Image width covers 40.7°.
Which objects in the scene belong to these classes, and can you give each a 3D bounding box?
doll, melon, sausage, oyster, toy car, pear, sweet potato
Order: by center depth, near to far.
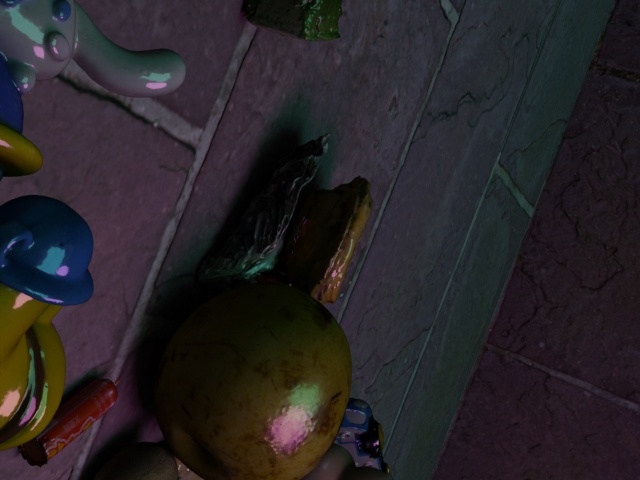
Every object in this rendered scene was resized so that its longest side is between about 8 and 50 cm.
[{"bbox_3d":[-0.258,-0.125,0.657,0.311,0.160,0.242,14,69,-38],"label":"doll"},{"bbox_3d":[-0.281,0.095,0.712,0.199,0.145,0.363,-50,177,-43],"label":"doll"},{"bbox_3d":[-0.286,0.205,1.012,0.145,0.048,0.050,-41,149,-50],"label":"sausage"},{"bbox_3d":[-0.244,0.320,1.124,0.131,0.098,0.098,-44,146,-42],"label":"melon"},{"bbox_3d":[-0.084,0.195,1.161,0.283,0.284,0.283,-46,147,-42],"label":"pear"},{"bbox_3d":[-0.059,-0.044,1.233,0.252,0.087,0.199,-53,-176,14],"label":"oyster"},{"bbox_3d":[-0.078,0.060,1.353,0.115,0.026,0.026,15,95,-61],"label":"sweet potato"},{"bbox_3d":[0.028,0.383,1.659,0.314,0.198,0.166,76,8,-47],"label":"toy car"}]

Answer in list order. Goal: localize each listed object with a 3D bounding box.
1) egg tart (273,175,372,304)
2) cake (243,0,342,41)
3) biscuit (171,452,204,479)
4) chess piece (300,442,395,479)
[{"bbox_3d":[0.000,0.000,1.325,0.241,0.106,0.241,-157,-90,-81],"label":"egg tart"},{"bbox_3d":[-0.024,-0.359,1.036,0.099,0.100,0.235,-36,141,-51],"label":"cake"},{"bbox_3d":[-0.233,0.398,1.263,0.220,0.033,0.219,-37,144,-34],"label":"biscuit"},{"bbox_3d":[-0.019,0.374,1.354,0.182,0.330,0.182,-43,145,-42],"label":"chess piece"}]
